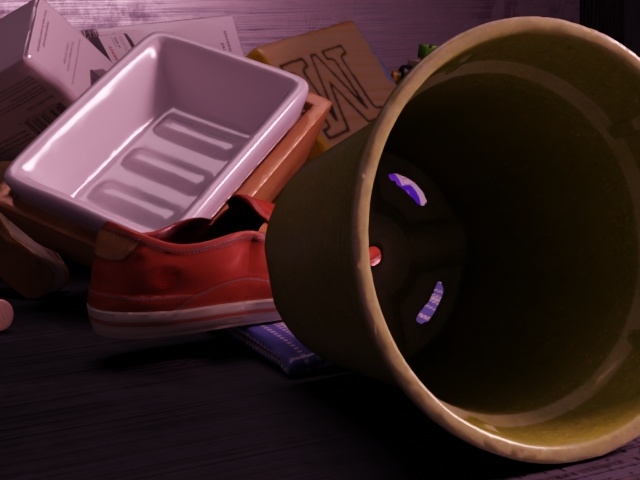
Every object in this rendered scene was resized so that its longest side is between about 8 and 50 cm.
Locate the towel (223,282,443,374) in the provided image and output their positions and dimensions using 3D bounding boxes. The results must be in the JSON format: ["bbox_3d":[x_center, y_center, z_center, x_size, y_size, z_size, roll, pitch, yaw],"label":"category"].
[{"bbox_3d":[0.072,0.062,1.124,0.336,0.040,0.243,-9,13,-25],"label":"towel"}]

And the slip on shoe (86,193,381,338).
[{"bbox_3d":[-0.046,0.009,1.069,0.331,0.101,0.123,-9,12,-31],"label":"slip on shoe"}]

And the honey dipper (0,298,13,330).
[{"bbox_3d":[-0.346,0.065,1.178,0.030,0.030,0.161,-10,9,-41],"label":"honey dipper"}]

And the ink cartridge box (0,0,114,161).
[{"bbox_3d":[-0.334,-0.142,1.531,0.198,0.114,0.273,-23,-44,25],"label":"ink cartridge box"}]

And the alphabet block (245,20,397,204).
[{"bbox_3d":[-0.019,-0.141,1.576,0.197,0.193,0.192,-26,-11,-48],"label":"alphabet block"}]

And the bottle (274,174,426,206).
[{"bbox_3d":[0.079,-0.017,1.304,0.283,0.118,0.092,-5,11,-24],"label":"bottle"}]

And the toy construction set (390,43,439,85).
[{"bbox_3d":[0.238,-0.222,2.121,0.258,0.237,0.309,1,10,18],"label":"toy construction set"}]

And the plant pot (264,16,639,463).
[{"bbox_3d":[0.089,0.007,0.862,0.276,0.276,0.254,-7,-1,-26],"label":"plant pot"}]

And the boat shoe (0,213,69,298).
[{"bbox_3d":[-0.334,0.000,1.306,0.170,0.063,0.059,44,15,16],"label":"boat shoe"}]

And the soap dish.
[{"bbox_3d":[-0.155,-0.076,1.257,0.229,0.118,0.291,22,51,21],"label":"soap dish"}]

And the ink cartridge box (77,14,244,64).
[{"bbox_3d":[-0.334,-0.193,1.892,0.395,0.166,0.285,-10,-17,-24],"label":"ink cartridge box"}]

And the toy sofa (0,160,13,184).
[{"bbox_3d":[-0.319,-0.025,1.434,0.363,0.177,0.150,-1,34,1],"label":"toy sofa"}]

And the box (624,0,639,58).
[{"bbox_3d":[0.616,-0.235,1.423,0.472,0.479,0.297,-8,10,-36],"label":"box"}]
